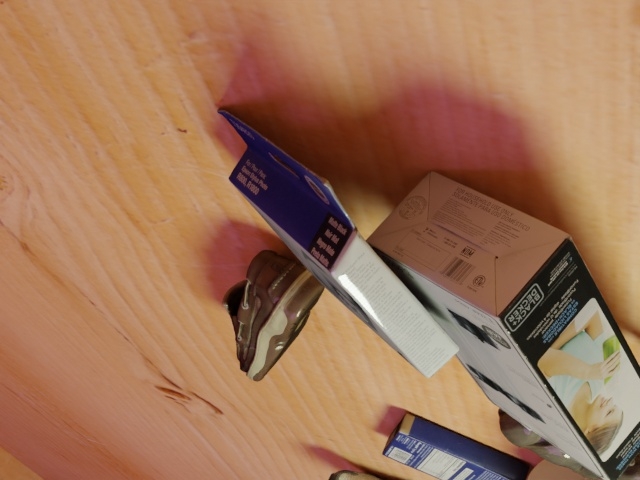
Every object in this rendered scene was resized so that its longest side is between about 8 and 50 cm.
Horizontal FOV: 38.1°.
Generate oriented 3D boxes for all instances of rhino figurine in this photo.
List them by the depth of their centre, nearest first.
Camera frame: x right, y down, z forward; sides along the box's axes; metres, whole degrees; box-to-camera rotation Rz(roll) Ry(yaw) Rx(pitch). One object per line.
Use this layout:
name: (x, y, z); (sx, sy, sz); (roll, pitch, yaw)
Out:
rhino figurine: (0.313, 0.235, 1.062); (0.243, 0.073, 0.106); (28, 149, -10)

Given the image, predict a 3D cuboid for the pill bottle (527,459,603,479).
pill bottle: (0.347, 0.372, 1.211); (0.131, 0.131, 0.229); (4, 146, 34)

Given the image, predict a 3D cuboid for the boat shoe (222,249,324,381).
boat shoe: (-0.068, 0.084, 1.105); (0.095, 0.095, 0.257); (38, 147, 6)

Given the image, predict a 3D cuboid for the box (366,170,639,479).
box: (0.180, 0.082, 0.824); (0.169, 0.087, 0.290); (32, 165, 50)

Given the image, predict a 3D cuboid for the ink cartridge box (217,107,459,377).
ink cartridge box: (0.000, 0.000, 0.820); (0.224, 0.045, 0.223); (50, 174, -34)

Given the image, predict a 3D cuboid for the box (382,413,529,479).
box: (0.209, 0.326, 1.343); (0.225, 0.036, 0.136); (24, 153, 4)

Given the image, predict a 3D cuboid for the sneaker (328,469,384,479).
sneaker: (0.148, 0.453, 1.576); (0.283, 0.110, 0.122); (27, 135, -10)
